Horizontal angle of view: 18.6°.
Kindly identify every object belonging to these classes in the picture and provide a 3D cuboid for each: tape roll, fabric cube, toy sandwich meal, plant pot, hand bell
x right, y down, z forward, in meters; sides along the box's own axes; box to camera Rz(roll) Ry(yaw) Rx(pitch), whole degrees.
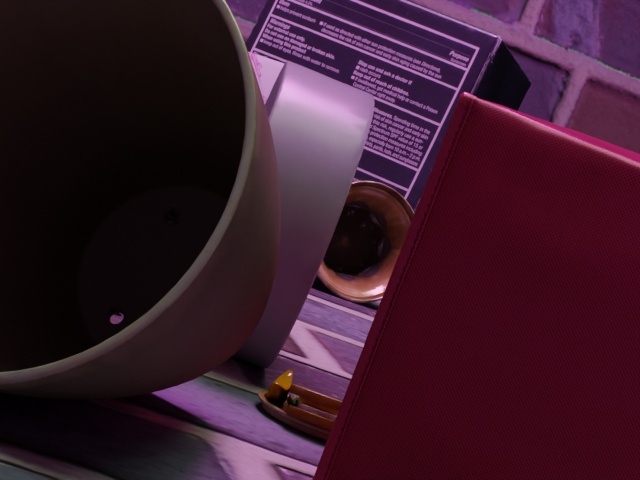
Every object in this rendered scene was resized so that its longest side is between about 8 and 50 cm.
[{"bbox_3d":[-0.033,-0.019,1.440,0.072,0.219,0.219,22,6,-4],"label":"tape roll"},{"bbox_3d":[0.171,0.075,1.174,0.258,0.254,0.259,21,6,9],"label":"fabric cube"},{"bbox_3d":[-0.004,0.110,1.306,0.085,0.029,0.085,22,6,-2],"label":"toy sandwich meal"},{"bbox_3d":[-0.123,-0.013,1.113,0.256,0.256,0.274,24,-10,20],"label":"plant pot"},{"bbox_3d":[0.000,0.000,2.117,0.126,0.126,0.242,19,-7,-22],"label":"hand bell"}]

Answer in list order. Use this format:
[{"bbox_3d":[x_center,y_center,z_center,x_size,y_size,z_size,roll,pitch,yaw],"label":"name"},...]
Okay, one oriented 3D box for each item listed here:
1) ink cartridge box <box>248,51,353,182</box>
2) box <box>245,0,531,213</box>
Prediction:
[{"bbox_3d":[-0.142,-0.119,2.036,0.226,0.131,0.306,-7,-14,37],"label":"ink cartridge box"},{"bbox_3d":[0.047,-0.135,2.309,0.296,0.294,0.183,25,-4,22],"label":"box"}]
